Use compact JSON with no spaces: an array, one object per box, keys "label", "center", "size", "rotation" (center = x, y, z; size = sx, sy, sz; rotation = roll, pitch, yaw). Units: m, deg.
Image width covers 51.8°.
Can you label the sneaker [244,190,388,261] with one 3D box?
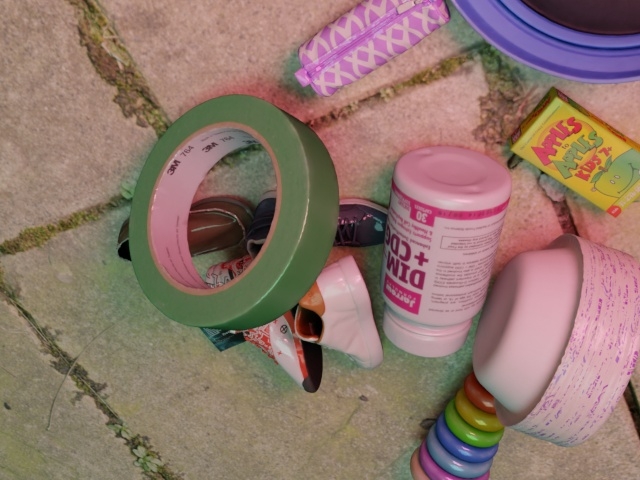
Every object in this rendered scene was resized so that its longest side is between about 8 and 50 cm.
[{"label":"sneaker","center":[-0.001,0.002,0.984],"size":[0.226,0.163,0.086],"rotation":[6,122,7]}]

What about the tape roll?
[{"label":"tape roll","center":[-0.128,-0.037,0.911],"size":[0.321,0.321,0.077],"rotation":[-26,156,26]}]

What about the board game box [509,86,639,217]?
[{"label":"board game box","center":[0.359,-0.118,0.896],"size":[0.181,0.043,0.092],"rotation":[31,124,-8]}]

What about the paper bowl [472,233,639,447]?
[{"label":"paper bowl","center":[0.313,0.128,0.920],"size":[0.148,0.284,0.284],"rotation":[20,124,1]}]

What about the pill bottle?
[{"label":"pill bottle","center":[0.170,0.022,0.957],"size":[0.161,0.160,0.283],"rotation":[8,124,7]}]

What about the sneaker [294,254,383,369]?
[{"label":"sneaker","center":[0.023,0.131,1.049],"size":[0.123,0.105,0.290],"rotation":[-22,141,-2]}]

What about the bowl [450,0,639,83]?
[{"label":"bowl","center":[0.280,-0.352,0.647],"size":[0.391,0.077,0.391],"rotation":[29,141,27]}]

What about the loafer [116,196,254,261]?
[{"label":"loafer","center":[-0.223,-0.003,1.073],"size":[0.251,0.087,0.094],"rotation":[-11,119,19]}]

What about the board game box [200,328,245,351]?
[{"label":"board game box","center":[-0.143,0.119,1.171],"size":[0.186,0.026,0.126],"rotation":[-25,114,26]}]

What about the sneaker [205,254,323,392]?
[{"label":"sneaker","center":[-0.097,0.144,1.108],"size":[0.145,0.090,0.270],"rotation":[-10,116,20]}]

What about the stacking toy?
[{"label":"stacking toy","center":[0.275,0.308,1.152],"size":[0.141,0.141,0.330],"rotation":[18,118,0]}]

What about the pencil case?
[{"label":"pencil case","center":[0.067,-0.263,0.841],"size":[0.206,0.088,0.086],"rotation":[-29,110,28]}]
